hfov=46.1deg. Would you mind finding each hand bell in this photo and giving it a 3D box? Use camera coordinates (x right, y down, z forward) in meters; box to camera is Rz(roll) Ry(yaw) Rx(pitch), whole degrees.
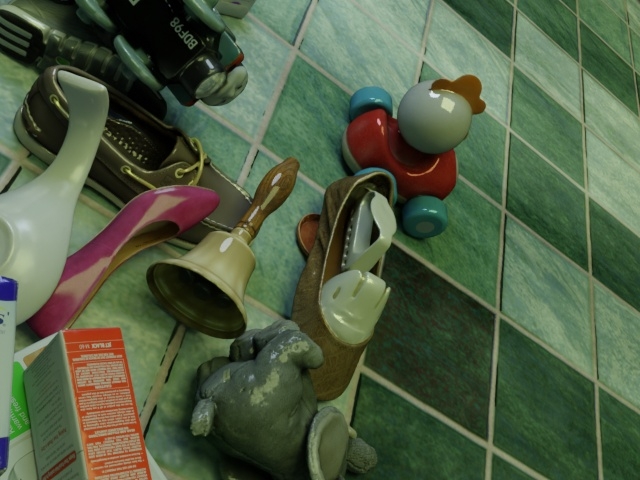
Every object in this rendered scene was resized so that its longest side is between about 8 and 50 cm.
[{"bbox_3d":[-0.084,-0.016,0.885,0.126,0.126,0.242,41,54,-12],"label":"hand bell"}]

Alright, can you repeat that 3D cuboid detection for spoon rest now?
[{"bbox_3d":[-0.292,-0.034,0.750,0.137,0.084,0.276,22,70,8],"label":"spoon rest"}]

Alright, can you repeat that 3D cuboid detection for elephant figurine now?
[{"bbox_3d":[-0.026,0.220,0.814,0.186,0.169,0.239,-33,103,-20],"label":"elephant figurine"}]

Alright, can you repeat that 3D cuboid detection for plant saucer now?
[{"bbox_3d":[0.000,0.000,1.075,0.083,0.013,0.083,22,49,-28],"label":"plant saucer"}]

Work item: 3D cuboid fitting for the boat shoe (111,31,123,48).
[{"bbox_3d":[-0.252,-0.304,1.033,0.045,0.050,0.135,30,46,-30],"label":"boat shoe"}]

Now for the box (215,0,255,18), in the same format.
[{"bbox_3d":[-0.181,-0.513,1.227,0.067,0.063,0.324,-3,65,-41],"label":"box"}]

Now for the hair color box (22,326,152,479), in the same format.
[{"bbox_3d":[-0.175,0.160,0.569,0.053,0.093,0.167,3,60,-40],"label":"hair color box"}]

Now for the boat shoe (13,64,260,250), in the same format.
[{"bbox_3d":[-0.198,-0.091,0.901,0.324,0.097,0.116,32,47,-20],"label":"boat shoe"}]

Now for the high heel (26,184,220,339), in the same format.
[{"bbox_3d":[-0.202,0.020,0.804,0.244,0.082,0.117,-19,67,-31],"label":"high heel"}]

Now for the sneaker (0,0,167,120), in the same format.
[{"bbox_3d":[-0.280,-0.247,0.946,0.229,0.086,0.132,32,43,-19],"label":"sneaker"}]

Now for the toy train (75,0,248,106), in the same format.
[{"bbox_3d":[-0.213,-0.302,0.914,0.334,0.142,0.190,50,11,7],"label":"toy train"}]

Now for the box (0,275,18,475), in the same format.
[{"bbox_3d":[-0.259,0.106,0.510,0.072,0.126,0.137,11,54,-33],"label":"box"}]

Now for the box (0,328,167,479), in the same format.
[{"bbox_3d":[-0.251,0.246,0.607,0.231,0.127,0.262,-28,82,-49],"label":"box"}]

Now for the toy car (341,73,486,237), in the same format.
[{"bbox_3d":[0.174,-0.166,1.173,0.210,0.238,0.219,24,50,-28],"label":"toy car"}]

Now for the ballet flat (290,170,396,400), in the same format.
[{"bbox_3d":[0.044,0.039,0.989,0.116,0.124,0.342,32,50,-22],"label":"ballet flat"}]
